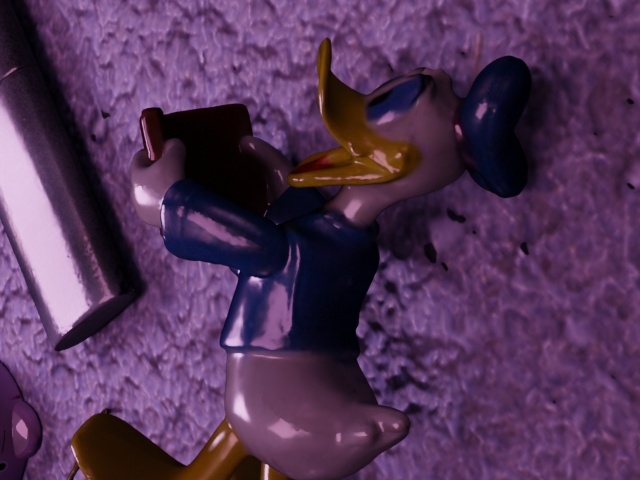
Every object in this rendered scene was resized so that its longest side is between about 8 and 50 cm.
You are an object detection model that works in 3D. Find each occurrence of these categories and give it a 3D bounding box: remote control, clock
[{"bbox_3d":[-0.256,-0.098,1.010,0.107,0.044,0.378,-36,71,32],"label":"remote control"},{"bbox_3d":[-0.310,0.187,1.077,0.110,0.050,0.153,38,117,32],"label":"clock"}]

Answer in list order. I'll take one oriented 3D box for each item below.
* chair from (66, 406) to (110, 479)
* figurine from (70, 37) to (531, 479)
[{"bbox_3d":[-0.127,0.278,0.879,0.326,0.170,0.160,-95,20,-64],"label":"chair"},{"bbox_3d":[0.000,0.000,0.754,0.338,0.204,0.284,-43,59,22],"label":"figurine"}]
